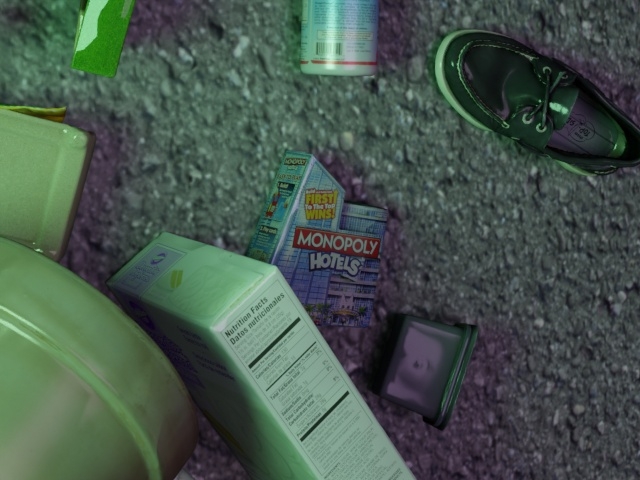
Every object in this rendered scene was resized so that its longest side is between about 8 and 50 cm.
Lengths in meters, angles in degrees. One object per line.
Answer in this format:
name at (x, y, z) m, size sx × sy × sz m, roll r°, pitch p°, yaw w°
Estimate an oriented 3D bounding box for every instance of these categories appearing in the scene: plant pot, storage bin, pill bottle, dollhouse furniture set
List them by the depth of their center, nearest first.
plant pot at (-0.311, 0.194, 1.061) m, size 0.323 × 0.323 × 0.280 m, roll 57°, pitch 47°, yaw -28°
dollhouse furniture set at (-0.309, -0.141, 1.208) m, size 0.198 × 0.151 × 0.301 m, roll 14°, pitch 108°, yaw -15°
pill bottle at (0.023, -0.265, 1.403) m, size 0.087 × 0.087 × 0.160 m, roll -4°, pitch 101°, yaw -34°
storage bin at (0.123, 0.153, 1.550) m, size 0.091 × 0.098 × 0.135 m, roll 21°, pitch 86°, yaw -8°

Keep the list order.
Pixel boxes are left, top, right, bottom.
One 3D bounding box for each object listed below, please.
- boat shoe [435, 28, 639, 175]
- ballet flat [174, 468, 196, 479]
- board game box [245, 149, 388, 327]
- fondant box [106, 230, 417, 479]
boat shoe at (0.293, -0.168, 1.591) m, size 0.340 × 0.113 × 0.127 m, roll 31°, pitch 80°, yaw -34°
ballet flat at (-0.274, 0.380, 1.257) m, size 0.139 × 0.139 × 0.400 m, roll 48°, pitch 67°, yaw -31°
board game box at (0.000, 0.000, 1.449) m, size 0.194 × 0.060 × 0.194 m, roll 7°, pitch 94°, yaw -35°
fondant box at (-0.058, 0.156, 1.325) m, size 0.096 × 0.238 × 0.330 m, roll -42°, pitch 119°, yaw -21°
